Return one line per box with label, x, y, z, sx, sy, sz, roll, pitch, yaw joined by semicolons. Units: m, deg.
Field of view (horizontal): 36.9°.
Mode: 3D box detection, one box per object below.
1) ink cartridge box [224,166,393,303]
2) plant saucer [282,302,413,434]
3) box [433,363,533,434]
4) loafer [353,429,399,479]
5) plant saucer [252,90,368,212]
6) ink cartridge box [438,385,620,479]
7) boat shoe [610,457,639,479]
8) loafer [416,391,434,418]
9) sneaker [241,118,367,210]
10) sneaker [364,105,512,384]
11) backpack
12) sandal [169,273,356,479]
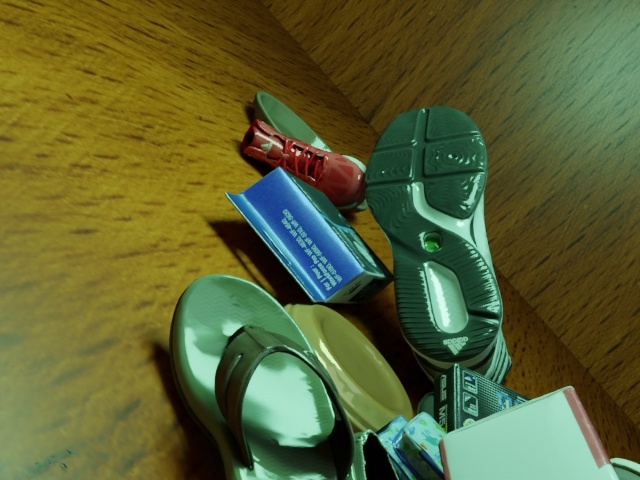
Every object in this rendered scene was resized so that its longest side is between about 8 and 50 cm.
ink cartridge box;0.000;0.000;1.190;0.165;0.065;0.333;51;8;10
plant saucer;0.032;0.139;1.013;0.200;0.037;0.200;44;13;-13
box;0.200;0.244;0.989;0.191;0.045;0.184;28;42;-21
loafer;0.056;0.238;0.680;0.094;0.087;0.251;29;22;-53
plant saucer;-0.024;-0.147;1.670;0.278;0.041;0.278;45;13;-13
ink cartridge box;0.215;0.303;0.733;0.306;0.131;0.226;60;9;-19
boat shoe;0.348;0.347;0.939;0.324;0.097;0.116;-125;-151;-47
loafer;0.129;0.214;1.052;0.061;0.062;0.170;40;14;-19
sneaker;-0.037;-0.110;1.387;0.128;0.087;0.221;19;2;-45
sneaker;0.167;0.036;1.346;0.257;0.169;0.447;72;13;-50
backpack;0.088;0.217;0.859;0.114;0.084;0.105;53;17;9
sandal;-0.024;0.125;0.673;0.120;0.086;0.302;3;37;-26
